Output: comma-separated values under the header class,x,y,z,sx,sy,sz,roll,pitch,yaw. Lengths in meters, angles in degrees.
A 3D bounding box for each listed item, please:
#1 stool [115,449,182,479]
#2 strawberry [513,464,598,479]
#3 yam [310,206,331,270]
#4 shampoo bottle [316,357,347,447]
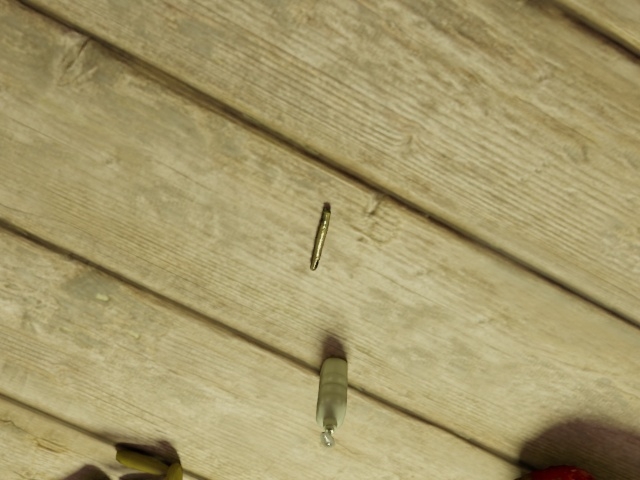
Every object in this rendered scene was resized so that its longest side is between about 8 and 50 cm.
class,x,y,z,sx,sy,sz,roll,pitch,yaw
stool,-0.294,0.421,1.622,0.111,0.135,0.134,6,81,3
strawberry,0.417,0.497,1.543,0.277,0.257,0.257,11,126,10
yam,0.000,0.000,1.358,0.014,0.014,0.107,11,125,-4
shampoo bottle,0.016,0.250,1.451,0.045,0.152,0.077,9,127,-4
